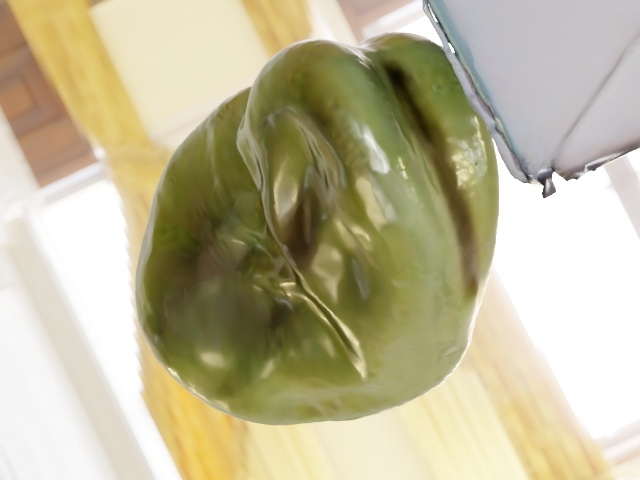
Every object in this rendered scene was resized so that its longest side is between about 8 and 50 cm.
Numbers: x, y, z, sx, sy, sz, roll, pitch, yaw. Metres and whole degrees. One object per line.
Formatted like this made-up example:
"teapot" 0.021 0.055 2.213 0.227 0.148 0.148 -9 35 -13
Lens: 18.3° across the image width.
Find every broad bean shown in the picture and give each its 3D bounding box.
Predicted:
"broad bean" -0.002 0.001 0.811 0.072 0.153 0.206 -20 159 -37

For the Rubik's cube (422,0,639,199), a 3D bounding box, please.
"Rubik's cube" 0.115 -0.191 0.672 0.221 0.231 0.224 -24 -158 14
